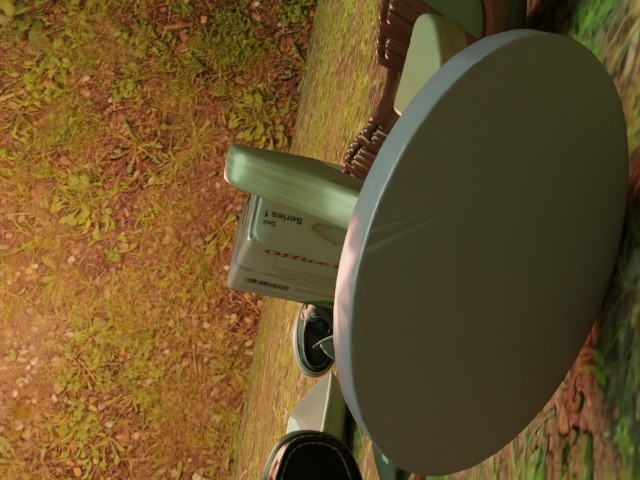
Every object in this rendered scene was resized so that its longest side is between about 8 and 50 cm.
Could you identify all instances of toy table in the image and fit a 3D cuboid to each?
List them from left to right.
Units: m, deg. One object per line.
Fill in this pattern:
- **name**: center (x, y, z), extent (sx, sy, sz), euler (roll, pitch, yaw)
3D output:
- **toy table**: center (0.073, -0.009, 0.614), extent (0.274, 0.252, 0.161), euler (-65, 26, 9)

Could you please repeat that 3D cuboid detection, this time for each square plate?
- **square plate**: center (-0.024, 0.390, 1.341), extent (0.344, 0.049, 0.348), euler (119, 161, -68)

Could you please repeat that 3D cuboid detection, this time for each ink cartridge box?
- **ink cartridge box**: center (0.000, 0.000, 1.173), extent (0.278, 0.201, 0.117), euler (128, 153, -72)

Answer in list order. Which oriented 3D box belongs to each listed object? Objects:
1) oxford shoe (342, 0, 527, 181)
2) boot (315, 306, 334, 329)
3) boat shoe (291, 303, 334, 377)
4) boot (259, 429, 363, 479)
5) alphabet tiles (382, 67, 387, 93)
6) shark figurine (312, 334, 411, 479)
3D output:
- **oxford shoe**: center (0.123, -0.118, 0.890), extent (0.146, 0.140, 0.397), euler (-45, -20, -37)
- **boot**: center (0.038, 0.029, 1.366), extent (0.198, 0.137, 0.077), euler (-40, -5, -23)
- **boat shoe**: center (0.013, 0.096, 1.436), extent (0.076, 0.080, 0.229), euler (122, 166, -73)
- **boot**: center (0.007, 0.357, 0.836), extent (0.284, 0.138, 0.378), euler (123, 153, -72)
- **alphabet tiles**: center (0.131, -0.288, 1.358), extent (0.285, 0.011, 0.343), euler (113, 166, -54)
- **shark figurine**: center (0.050, 0.124, 0.984), extent (0.278, 0.116, 0.166), euler (-105, 29, -69)
